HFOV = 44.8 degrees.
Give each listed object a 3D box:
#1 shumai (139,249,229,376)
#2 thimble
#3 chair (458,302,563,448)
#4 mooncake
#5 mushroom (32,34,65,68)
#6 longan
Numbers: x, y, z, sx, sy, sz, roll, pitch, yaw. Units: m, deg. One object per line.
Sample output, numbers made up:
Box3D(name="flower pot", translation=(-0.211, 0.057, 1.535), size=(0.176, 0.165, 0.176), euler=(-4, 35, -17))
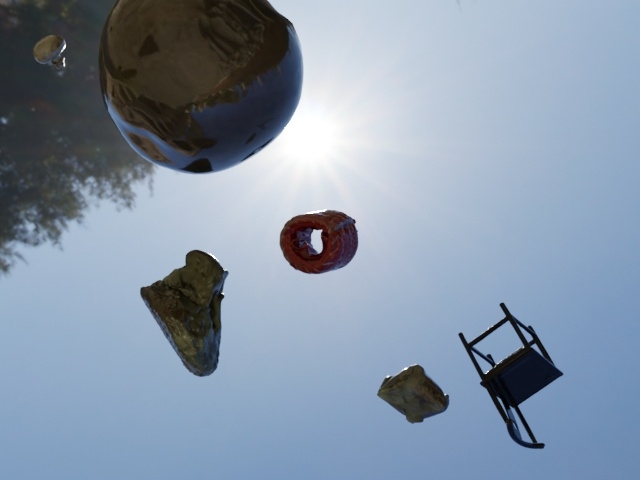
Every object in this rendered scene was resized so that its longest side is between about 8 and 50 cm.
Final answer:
Box3D(name="shumai", translation=(-0.267, 0.161, 1.750), size=(0.204, 0.222, 0.272), euler=(-29, -106, -14))
Box3D(name="thimble", translation=(-0.004, 0.004, 2.027), size=(0.190, 0.163, 0.125), euler=(-6, -177, 35))
Box3D(name="chair", translation=(0.413, 0.282, 1.622), size=(0.141, 0.154, 0.260), euler=(-40, -140, 17))
Box3D(name="mooncake", translation=(0.209, 0.335, 1.696), size=(0.130, 0.125, 0.073), euler=(-32, -160, 47))
Box3D(name="mushroom", translation=(-0.641, -0.448, 1.859), size=(0.085, 0.079, 0.085), euler=(-25, -146, 19))
Box3D(name="longan", translation=(-0.200, -0.274, 1.272), size=(0.361, 0.361, 0.361), euler=(-18, -144, 14))
